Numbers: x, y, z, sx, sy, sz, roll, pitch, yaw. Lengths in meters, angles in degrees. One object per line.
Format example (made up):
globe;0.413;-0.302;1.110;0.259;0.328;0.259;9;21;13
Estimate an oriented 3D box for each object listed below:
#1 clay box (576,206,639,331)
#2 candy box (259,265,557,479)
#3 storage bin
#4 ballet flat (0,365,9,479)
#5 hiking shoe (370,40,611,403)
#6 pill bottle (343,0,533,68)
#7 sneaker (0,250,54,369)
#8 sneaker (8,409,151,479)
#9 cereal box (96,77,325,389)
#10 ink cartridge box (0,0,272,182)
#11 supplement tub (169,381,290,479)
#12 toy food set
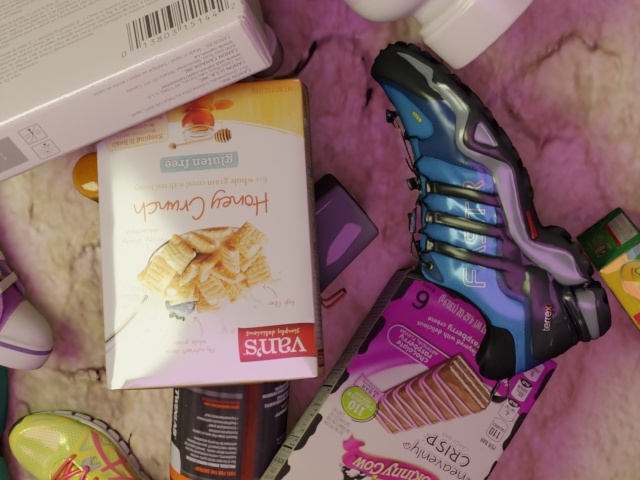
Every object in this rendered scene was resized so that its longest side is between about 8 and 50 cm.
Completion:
clay box;0.310;0.083;1.308;0.053;0.127;0.222;-37;101;9
candy box;0.076;0.161;1.331;0.159;0.071;0.233;34;81;-5
storage bin;0.000;0.000;1.311;0.091;0.135;0.098;-41;99;3
ballet flat;-0.326;0.191;1.416;0.067;0.073;0.206;5;102;18
hiking shoe;0.115;-0.024;1.270;0.132;0.113;0.304;-33;82;3
pill bottle;0.042;-0.281;1.206;0.301;0.169;0.169;43;104;-7
sneaker;-0.320;-0.018;1.342;0.282;0.102;0.161;41;101;-7
sneaker;-0.202;0.235;1.404;0.208;0.094;0.081;38;106;-5
cereal box;-0.089;-0.003;1.224;0.173;0.047;0.240;-5;84;7
ink cartridge box;-0.202;-0.193;1.248;0.296;0.261;0.066;-22;141;10
supplement tub;-0.082;0.169;1.371;0.106;0.106;0.197;5;106;3
toy food set;-0.106;-0.116;1.318;0.111;0.104;0.232;30;87;9
